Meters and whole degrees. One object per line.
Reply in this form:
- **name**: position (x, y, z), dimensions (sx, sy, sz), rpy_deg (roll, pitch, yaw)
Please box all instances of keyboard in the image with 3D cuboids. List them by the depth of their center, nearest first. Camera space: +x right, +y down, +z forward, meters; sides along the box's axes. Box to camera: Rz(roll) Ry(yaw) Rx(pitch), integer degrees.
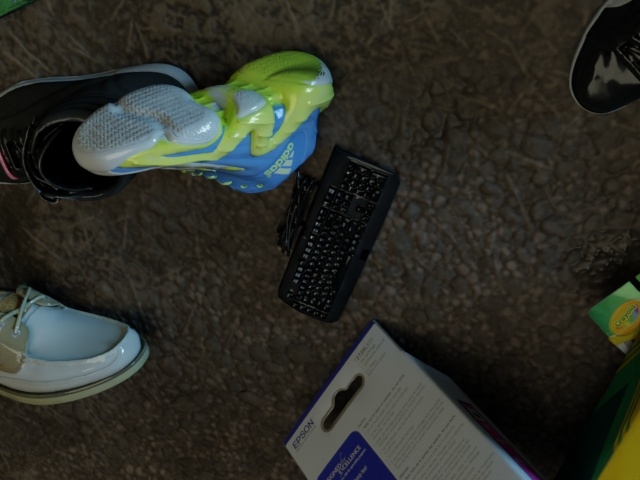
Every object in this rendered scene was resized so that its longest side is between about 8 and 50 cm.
- **keyboard**: position (0.000, 0.000, 0.888), dimensions (0.100, 0.038, 0.192), rpy_deg (25, 120, 5)

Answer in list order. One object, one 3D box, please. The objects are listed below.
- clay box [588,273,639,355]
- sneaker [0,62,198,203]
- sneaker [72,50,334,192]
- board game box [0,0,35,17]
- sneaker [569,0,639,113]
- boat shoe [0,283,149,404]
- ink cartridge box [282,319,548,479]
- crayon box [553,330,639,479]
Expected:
- **clay box**: position (0.363, 0.094, 0.805), dimensions (0.222, 0.053, 0.127), rpy_deg (42, 122, -6)
- **sneaker**: position (-0.272, -0.093, 0.866), dimensions (0.296, 0.147, 0.104), rpy_deg (-9, 115, 24)
- **sneaker**: position (-0.093, -0.078, 0.791), dimensions (0.091, 0.240, 0.126), rpy_deg (51, 153, 40)
- **board game box**: position (-0.299, -0.290, 0.843), dimensions (0.260, 0.030, 0.136), rpy_deg (-15, 113, 25)
- **sneaker**: position (0.265, -0.168, 0.663), dimensions (0.079, 0.121, 0.217), rpy_deg (41, 121, -4)
- **boat shoe**: position (-0.343, 0.111, 1.014), dimensions (0.303, 0.113, 0.103), rpy_deg (-3, 121, 21)
- **ink cartridge box**: position (0.113, 0.250, 0.833), dimensions (0.069, 0.371, 0.175), rpy_deg (24, 105, -44)
- **crayon box**: position (0.418, 0.220, 0.765), dimensions (0.363, 0.106, 0.313), rpy_deg (20, 123, 5)
